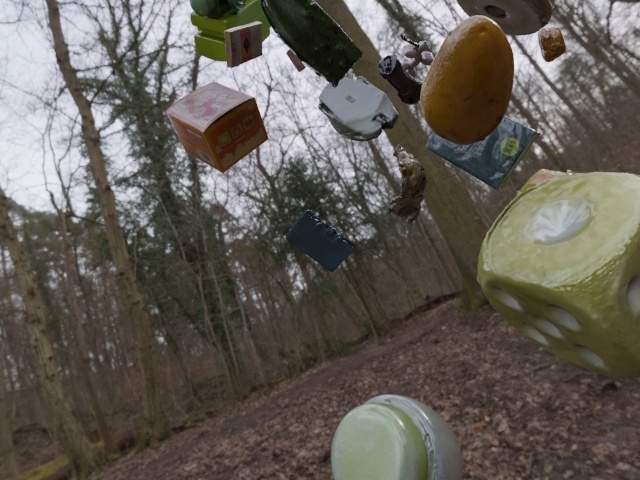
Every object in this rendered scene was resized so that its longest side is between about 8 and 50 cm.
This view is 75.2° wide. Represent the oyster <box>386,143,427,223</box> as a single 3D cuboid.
[{"bbox_3d":[0.303,-0.171,1.473,0.337,0.133,0.198,76,-150,-55],"label":"oyster"}]

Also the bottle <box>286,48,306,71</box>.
[{"bbox_3d":[-0.102,-0.763,1.755,0.045,0.096,0.045,-33,11,7],"label":"bottle"}]

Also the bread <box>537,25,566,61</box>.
[{"bbox_3d":[0.543,-0.464,0.982,0.046,0.081,0.083,-21,-42,24],"label":"bread"}]

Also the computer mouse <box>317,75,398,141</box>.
[{"bbox_3d":[0.150,-0.525,1.710,0.228,0.429,0.145,-35,-41,-5],"label":"computer mouse"}]

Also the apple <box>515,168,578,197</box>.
[{"bbox_3d":[0.605,0.004,1.008,0.252,0.314,0.309,-28,-43,-57],"label":"apple"}]

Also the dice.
[{"bbox_3d":[0.304,0.036,0.476,0.166,0.169,0.169,-48,23,-9],"label":"dice"}]

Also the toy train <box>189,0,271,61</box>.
[{"bbox_3d":[-0.254,-0.750,1.312,0.272,0.179,0.442,94,-161,-50],"label":"toy train"}]

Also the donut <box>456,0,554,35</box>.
[{"bbox_3d":[0.665,-0.889,1.498,0.382,0.382,0.143,5,-65,-59],"label":"donut"}]

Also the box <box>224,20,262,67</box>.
[{"bbox_3d":[-0.105,-0.272,0.575,0.083,0.012,0.046,-56,-24,-49],"label":"box"}]

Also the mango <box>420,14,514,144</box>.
[{"bbox_3d":[0.240,-0.257,0.692,0.227,0.147,0.109,71,-142,-53],"label":"mango"}]

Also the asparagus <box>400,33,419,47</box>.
[{"bbox_3d":[0.324,-0.724,1.512,0.114,0.015,0.014,-1,-13,-45],"label":"asparagus"}]

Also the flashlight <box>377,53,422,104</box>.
[{"bbox_3d":[0.265,-0.522,1.361,0.093,0.093,0.232,-38,-23,24],"label":"flashlight"}]

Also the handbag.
[{"bbox_3d":[0.000,0.000,1.477,0.144,0.221,0.057,-47,11,33],"label":"handbag"}]

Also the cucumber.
[{"bbox_3d":[-0.041,-0.556,1.105,0.105,0.325,0.145,-50,19,-4],"label":"cucumber"}]

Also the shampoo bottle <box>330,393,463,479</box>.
[{"bbox_3d":[0.213,0.590,1.122,0.317,0.323,0.322,25,-53,-37],"label":"shampoo bottle"}]

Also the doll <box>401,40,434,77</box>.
[{"bbox_3d":[0.379,-0.733,1.671,0.160,0.059,0.161,5,-23,-43],"label":"doll"}]

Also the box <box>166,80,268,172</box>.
[{"bbox_3d":[-0.410,-0.462,1.662,0.259,0.283,0.214,-43,-36,-21],"label":"box"}]

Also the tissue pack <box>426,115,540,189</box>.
[{"bbox_3d":[0.466,-0.291,1.216,0.081,0.257,0.185,-10,-47,-53],"label":"tissue pack"}]
